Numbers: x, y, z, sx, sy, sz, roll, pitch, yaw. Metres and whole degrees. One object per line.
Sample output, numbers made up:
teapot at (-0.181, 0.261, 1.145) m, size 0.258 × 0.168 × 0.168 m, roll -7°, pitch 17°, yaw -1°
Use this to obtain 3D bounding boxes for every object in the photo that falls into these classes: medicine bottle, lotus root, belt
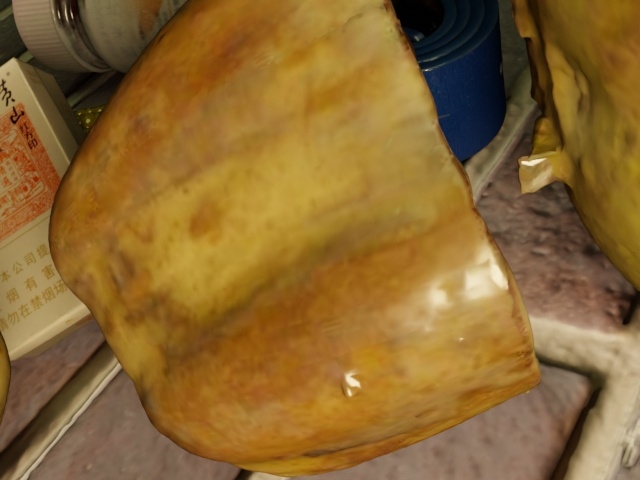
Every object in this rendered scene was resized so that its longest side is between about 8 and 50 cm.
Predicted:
medicine bottle at (-0.211, -0.282, 0.909) m, size 0.274 × 0.165 × 0.165 m, roll 1°, pitch 44°, yaw 21°
lotus root at (0.000, 0.000, 0.486) m, size 0.250 × 0.316 × 0.316 m, roll -31°, pitch 39°, yaw 13°
belt at (0.045, -0.204, 0.767) m, size 0.213 × 0.117 × 0.347 m, roll -32°, pitch 43°, yaw -13°

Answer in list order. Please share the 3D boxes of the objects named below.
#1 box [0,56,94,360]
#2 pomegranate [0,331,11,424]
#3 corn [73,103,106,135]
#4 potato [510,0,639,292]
box at (-0.236, -0.022, 0.604) m, size 0.141 × 0.058 × 0.201 m, roll -31°, pitch 80°, yaw 10°
pomegranate at (-0.344, 0.091, 0.442) m, size 0.333 × 0.332 × 0.332 m, roll -10°, pitch 41°, yaw 9°
corn at (-0.164, -0.066, 0.683) m, size 0.345 × 0.131 × 0.131 m, roll -10°, pitch 42°, yaw 10°
potato at (0.266, -0.103, 0.346) m, size 0.386 × 0.442 × 0.319 m, roll 10°, pitch 61°, yaw 13°
